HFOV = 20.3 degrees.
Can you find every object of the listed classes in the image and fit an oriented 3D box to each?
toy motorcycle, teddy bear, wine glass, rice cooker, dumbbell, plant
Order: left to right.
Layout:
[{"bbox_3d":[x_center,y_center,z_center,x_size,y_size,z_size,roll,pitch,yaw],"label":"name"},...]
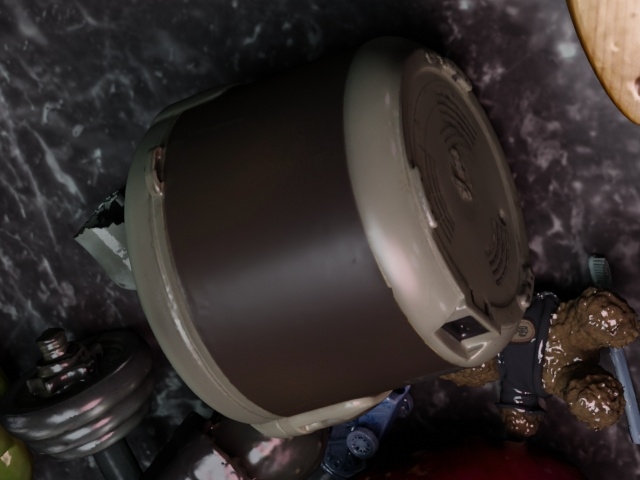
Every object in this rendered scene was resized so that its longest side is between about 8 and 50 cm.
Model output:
[{"bbox_3d":[-0.205,0.271,1.947,0.179,0.179,0.406,-17,111,24],"label":"dumbbell"},{"bbox_3d":[-0.165,0.037,1.868,0.195,0.079,0.079,43,121,-10],"label":"wine glass"},{"bbox_3d":[-0.100,0.251,1.807,0.256,0.164,0.142,-44,97,0],"label":"plant"},{"bbox_3d":[0.000,0.000,1.655,0.325,0.335,0.335,-19,110,24],"label":"rice cooker"},{"bbox_3d":[0.023,0.155,1.867,0.135,0.092,0.254,31,132,13],"label":"toy motorcycle"},{"bbox_3d":[0.216,0.110,1.766,0.251,0.129,0.182,8,98,41],"label":"teddy bear"}]

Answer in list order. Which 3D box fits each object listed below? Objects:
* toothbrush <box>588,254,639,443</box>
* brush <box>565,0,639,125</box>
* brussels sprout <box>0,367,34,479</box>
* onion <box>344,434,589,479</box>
[{"bbox_3d":[0.301,0.111,1.800,0.019,0.016,0.219,6,122,42],"label":"toothbrush"},{"bbox_3d":[0.292,-0.242,1.530,0.174,0.166,0.266,10,120,10],"label":"brush"},{"bbox_3d":[-0.455,0.221,1.974,0.259,0.227,0.294,-16,106,10],"label":"brussels sprout"},{"bbox_3d":[0.145,0.385,1.768,0.348,0.385,0.348,-8,148,-5],"label":"onion"}]
